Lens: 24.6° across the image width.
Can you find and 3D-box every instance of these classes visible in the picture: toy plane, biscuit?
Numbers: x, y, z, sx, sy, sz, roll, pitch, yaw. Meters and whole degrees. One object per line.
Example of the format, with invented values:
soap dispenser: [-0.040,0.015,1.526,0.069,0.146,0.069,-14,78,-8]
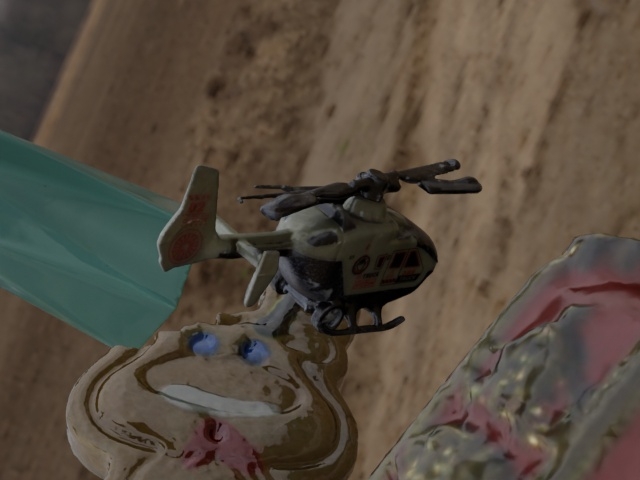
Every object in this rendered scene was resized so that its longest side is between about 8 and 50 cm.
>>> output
toy plane: [0.000,0.000,0.413,0.031,0.121,0.049,40,119,34]
biscuit: [-0.057,0.109,0.980,0.320,0.183,0.047,-45,-22,-51]

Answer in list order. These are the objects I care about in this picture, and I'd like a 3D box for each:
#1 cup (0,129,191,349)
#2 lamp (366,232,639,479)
cup: [-0.235,-0.009,1.244,0.134,0.236,0.148,-63,25,5]
lamp: [0.082,0.123,0.497,0.274,0.177,0.177,-49,12,-5]
